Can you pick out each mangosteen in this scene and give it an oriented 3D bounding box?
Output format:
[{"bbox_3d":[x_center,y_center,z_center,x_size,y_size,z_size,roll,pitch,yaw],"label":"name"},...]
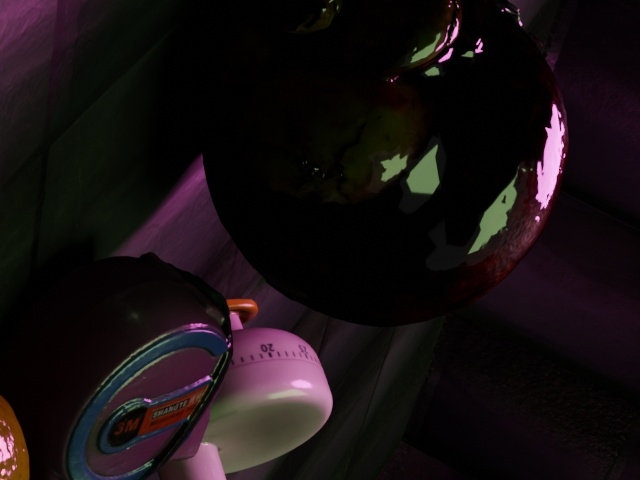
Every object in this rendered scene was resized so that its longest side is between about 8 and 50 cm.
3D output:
[{"bbox_3d":[0.046,-0.126,1.785,0.381,0.421,0.381,-30,-157,14],"label":"mangosteen"}]

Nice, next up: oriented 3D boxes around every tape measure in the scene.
[{"bbox_3d":[-0.203,0.135,1.694,0.231,0.149,0.245,-13,135,-47],"label":"tape measure"}]

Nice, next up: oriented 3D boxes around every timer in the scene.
[{"bbox_3d":[-0.098,0.218,2.135,0.233,0.240,0.233,-16,154,-8],"label":"timer"}]

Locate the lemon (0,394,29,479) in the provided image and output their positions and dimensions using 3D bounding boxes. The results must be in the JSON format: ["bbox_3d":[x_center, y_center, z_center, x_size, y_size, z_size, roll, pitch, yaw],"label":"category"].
[{"bbox_3d":[-0.307,0.171,1.336,0.170,0.170,0.207,-63,164,4],"label":"lemon"}]
